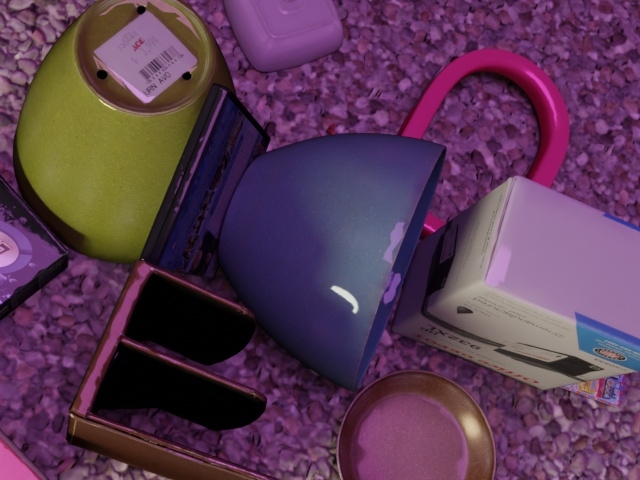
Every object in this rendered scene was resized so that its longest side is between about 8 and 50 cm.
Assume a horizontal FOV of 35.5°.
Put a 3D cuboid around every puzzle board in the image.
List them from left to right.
[{"bbox_3d":[0.356,0.141,1.298,0.096,0.011,0.128,20,70,-8],"label":"puzzle board"}]

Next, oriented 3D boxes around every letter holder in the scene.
[{"bbox_3d":[-0.127,0.161,1.016,0.215,0.302,0.152,23,70,-7],"label":"letter holder"}]

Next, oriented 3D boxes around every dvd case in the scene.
[{"bbox_3d":[-0.112,-0.051,1.039,0.022,0.253,0.180,21,88,8],"label":"dvd case"}]

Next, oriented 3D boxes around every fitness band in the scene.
[{"bbox_3d":[0.210,-0.120,1.313,0.209,0.054,0.290,33,71,-4],"label":"fitness band"}]

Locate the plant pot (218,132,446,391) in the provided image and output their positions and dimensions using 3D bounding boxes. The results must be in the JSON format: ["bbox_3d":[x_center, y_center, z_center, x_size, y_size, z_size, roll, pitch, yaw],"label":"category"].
[{"bbox_3d":[0.000,0.000,1.122,0.196,0.290,0.290,20,70,8],"label":"plant pot"}]

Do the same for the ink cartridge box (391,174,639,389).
[{"bbox_3d":[0.238,0.063,1.133,0.223,0.307,0.129,22,73,-8],"label":"ink cartridge box"}]

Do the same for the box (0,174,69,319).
[{"bbox_3d":[-0.396,0.023,1.107,0.180,0.077,0.147,-41,88,-21],"label":"box"}]

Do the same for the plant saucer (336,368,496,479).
[{"bbox_3d":[0.111,0.254,1.191,0.199,0.036,0.198,4,73,-13],"label":"plant saucer"}]

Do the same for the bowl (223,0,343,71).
[{"bbox_3d":[-0.046,-0.301,1.301,0.142,0.053,0.142,-21,80,-17],"label":"bowl"}]

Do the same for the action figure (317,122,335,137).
[{"bbox_3d":[0.044,-0.098,1.279,0.115,0.030,0.038,47,64,0],"label":"action figure"}]

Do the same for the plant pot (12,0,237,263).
[{"bbox_3d":[-0.198,-0.143,1.089,0.275,0.293,0.274,4,74,-13],"label":"plant pot"}]

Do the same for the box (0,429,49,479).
[{"bbox_3d":[-0.400,0.210,1.015,0.232,0.148,0.127,45,70,2],"label":"box"}]
